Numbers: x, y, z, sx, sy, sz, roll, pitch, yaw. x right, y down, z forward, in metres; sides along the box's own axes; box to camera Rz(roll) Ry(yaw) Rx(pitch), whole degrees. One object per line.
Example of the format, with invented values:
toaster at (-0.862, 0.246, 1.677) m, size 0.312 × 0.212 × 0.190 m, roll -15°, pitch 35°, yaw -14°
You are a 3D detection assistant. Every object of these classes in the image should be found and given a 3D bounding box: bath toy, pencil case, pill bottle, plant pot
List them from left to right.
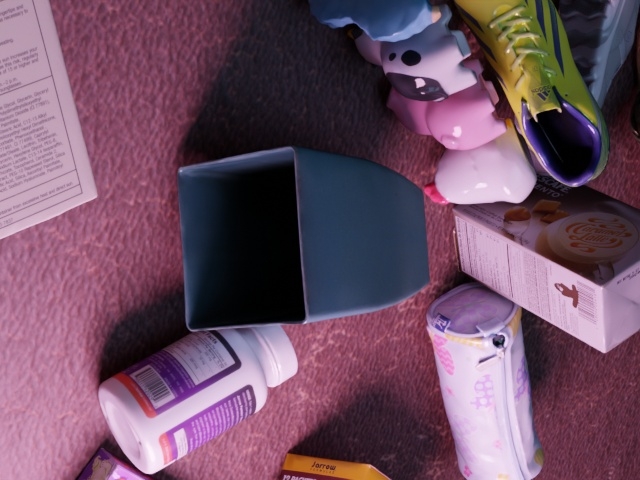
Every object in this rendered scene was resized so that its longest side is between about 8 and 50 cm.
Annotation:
pill bottle at (-0.124, 0.152, 1.367) m, size 0.193 × 0.108 × 0.108 m, roll -28°, pitch 125°, yaw -25°
plant pot at (0.000, 0.000, 1.334) m, size 0.234 × 0.165 × 0.166 m, roll -1°, pitch 85°, yaw -48°
bath toy at (0.119, -0.156, 1.406) m, size 0.129 × 0.151 × 0.348 m, roll -23°, pitch 136°, yaw 16°
pencil case at (0.212, 0.185, 1.634) m, size 0.113 × 0.124 × 0.273 m, roll -30°, pitch 126°, yaw -24°

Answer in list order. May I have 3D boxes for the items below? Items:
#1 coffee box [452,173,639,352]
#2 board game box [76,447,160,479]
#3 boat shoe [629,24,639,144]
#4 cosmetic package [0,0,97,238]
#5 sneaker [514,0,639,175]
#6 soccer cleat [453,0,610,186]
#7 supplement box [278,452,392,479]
coffee box at (0.289, 0.013, 1.530) m, size 0.141 × 0.246 × 0.098 m, roll -28°, pitch 126°, yaw -25°
board game box at (-0.184, 0.391, 1.473) m, size 0.208 × 0.056 × 0.347 m, roll -50°, pitch 132°, yaw -3°
boat shoe at (0.451, -0.159, 1.677) m, size 0.119 × 0.122 × 0.324 m, roll -16°, pitch 111°, yaw -26°
cosmetic package at (-0.294, -0.154, 1.001) m, size 0.160 × 0.113 × 0.310 m, roll -25°, pitch 122°, yaw -28°
sneaker at (0.325, -0.206, 1.556) m, size 0.115 × 0.105 × 0.281 m, roll 6°, pitch 109°, yaw -46°
soccer cleat at (0.232, -0.188, 1.427) m, size 0.093 × 0.121 × 0.289 m, roll -27°, pitch 103°, yaw 23°
supplement box at (0.031, 0.381, 1.537) m, size 0.191 × 0.129 × 0.194 m, roll 41°, pitch 60°, yaw -42°
